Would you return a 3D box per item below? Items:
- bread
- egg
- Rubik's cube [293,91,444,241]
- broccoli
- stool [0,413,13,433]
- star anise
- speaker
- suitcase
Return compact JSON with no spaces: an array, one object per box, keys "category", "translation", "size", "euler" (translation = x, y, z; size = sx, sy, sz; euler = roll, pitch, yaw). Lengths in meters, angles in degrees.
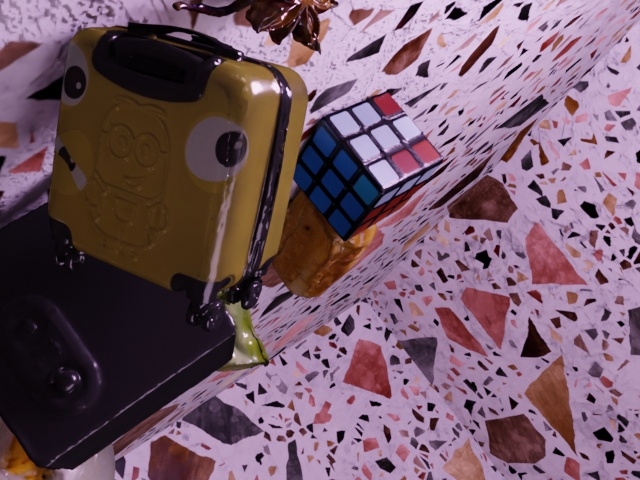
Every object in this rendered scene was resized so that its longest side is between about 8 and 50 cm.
[{"category":"bread","translation":[0.000,0.000,1.445],"size":[0.132,0.166,0.294],"euler":[-31,166,-30]},{"category":"egg","translation":[-0.515,0.430,1.283],"size":[0.278,0.278,0.336],"euler":[-27,156,-43]},{"category":"Rubik's cube","translation":[0.073,-0.123,1.202],"size":[0.163,0.162,0.160],"euler":[-28,166,-35]},{"category":"broccoli","translation":[-0.193,0.116,1.133],"size":[0.248,0.245,0.288],"euler":[-33,166,23]},{"category":"stool","translation":[-0.390,0.192,1.086],"size":[0.232,0.141,0.232],"euler":[-36,168,-9]},{"category":"star anise","translation":[-0.053,-0.228,0.678],"size":[0.191,0.070,0.097],"euler":[-23,134,-47]},{"category":"speaker","translation":[-0.251,0.077,0.784],"size":[0.232,0.254,0.184],"euler":[-34,168,-18]},{"category":"suitcase","translation":[-0.122,-0.066,0.635],"size":[0.143,0.194,0.234],"euler":[-25,132,-62]}]
